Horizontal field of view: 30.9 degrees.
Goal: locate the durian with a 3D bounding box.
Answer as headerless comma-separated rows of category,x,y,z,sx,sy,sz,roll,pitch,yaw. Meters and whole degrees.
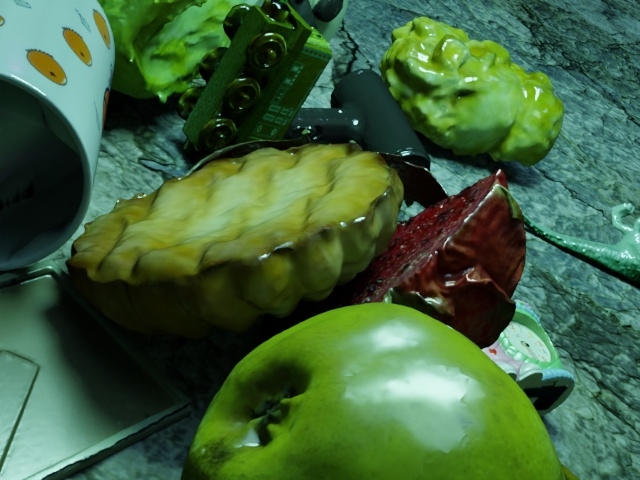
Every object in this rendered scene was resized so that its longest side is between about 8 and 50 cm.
durian,-0.229,-0.284,1.425,0.340,0.204,0.256,22,4,37

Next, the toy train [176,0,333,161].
toy train,-0.077,-0.184,1.395,0.137,0.225,0.090,10,33,-43

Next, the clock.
clock,0.169,0.108,1.291,0.194,0.100,0.195,4,41,-43

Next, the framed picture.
framed picture,-0.270,0.119,0.976,0.211,0.020,0.289,41,32,19

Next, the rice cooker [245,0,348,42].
rice cooker,-0.088,-0.352,1.650,0.244,0.226,0.226,44,33,26

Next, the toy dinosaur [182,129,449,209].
toy dinosaur,-0.008,-0.052,1.335,0.327,0.206,0.113,19,63,-24

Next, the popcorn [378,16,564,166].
popcorn,0.221,-0.235,1.774,0.286,0.174,0.225,20,24,-18

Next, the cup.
cup,-0.316,-0.147,1.144,0.212,0.212,0.317,20,31,-17

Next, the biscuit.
biscuit,-0.076,0.000,1.113,0.326,0.107,0.326,-14,22,6

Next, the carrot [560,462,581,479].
carrot,0.205,0.244,1.134,0.173,0.082,0.082,38,31,14

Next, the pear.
pear,0.063,0.204,0.900,0.375,0.287,0.287,31,25,-34

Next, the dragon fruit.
dragon fruit,0.072,0.095,1.111,0.152,0.317,0.205,51,42,-13

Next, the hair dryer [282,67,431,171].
hair dryer,0.009,-0.149,1.572,0.251,0.089,0.197,0,43,-26

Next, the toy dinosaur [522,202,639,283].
toy dinosaur,0.436,-0.010,1.705,0.383,0.076,0.129,22,55,0
